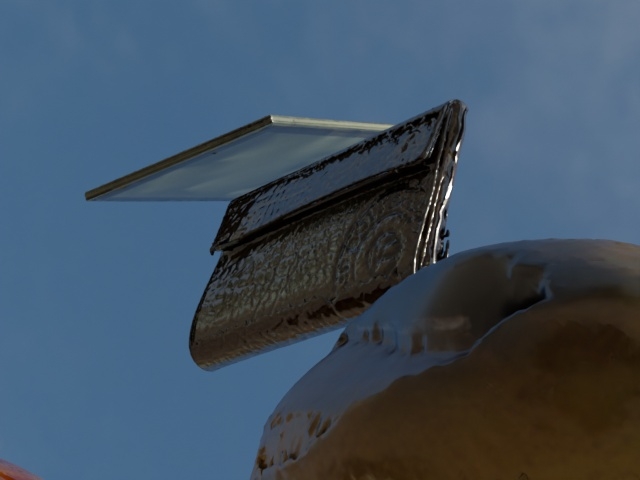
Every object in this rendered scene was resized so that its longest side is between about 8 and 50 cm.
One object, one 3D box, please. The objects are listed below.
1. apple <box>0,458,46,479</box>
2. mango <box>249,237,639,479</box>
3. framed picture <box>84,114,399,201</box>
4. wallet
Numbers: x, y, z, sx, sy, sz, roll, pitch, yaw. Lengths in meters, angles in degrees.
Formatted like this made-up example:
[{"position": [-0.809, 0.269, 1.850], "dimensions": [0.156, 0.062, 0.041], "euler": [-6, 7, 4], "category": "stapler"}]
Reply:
[{"position": [-0.225, 0.265, 1.139], "dimensions": [0.277, 0.250, 0.309], "euler": [-52, -138, -7], "category": "apple"}, {"position": [0.072, 0.076, 0.615], "dimensions": [0.249, 0.156, 0.151], "euler": [-33, -103, 56], "category": "mango"}, {"position": [-0.050, -0.060, 1.494], "dimensions": [0.173, 0.231, 0.010], "euler": [-21, -99, 25], "category": "framed picture"}, {"position": [0.000, 0.000, 1.240], "dimensions": [0.243, 0.039, 0.132], "euler": [-20, -131, 51], "category": "wallet"}]
